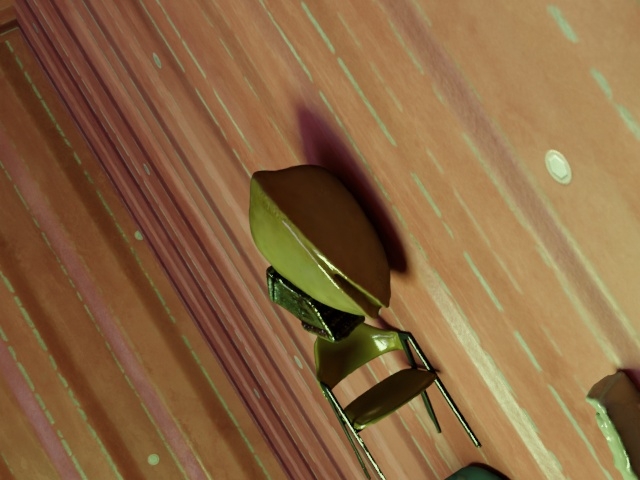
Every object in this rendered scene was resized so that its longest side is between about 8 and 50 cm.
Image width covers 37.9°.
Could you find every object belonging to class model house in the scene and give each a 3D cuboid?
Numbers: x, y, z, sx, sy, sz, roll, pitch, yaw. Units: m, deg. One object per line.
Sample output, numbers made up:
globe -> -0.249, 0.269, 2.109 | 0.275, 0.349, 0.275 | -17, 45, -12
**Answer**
model house -> 0.009, 0.079, 1.464 | 0.152, 0.165, 0.106 | 38, 140, 15

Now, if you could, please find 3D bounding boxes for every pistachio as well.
pistachio -> 0.000, 0.000, 1.331 | 0.212, 0.163, 0.260 | 20, -157, -53

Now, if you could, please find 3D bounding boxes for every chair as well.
chair -> 0.098, 0.246, 1.451 | 0.247, 0.158, 0.172 | 62, 164, -11

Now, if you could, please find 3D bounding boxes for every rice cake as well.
rice cake -> 0.345, 0.259, 0.978 | 0.052, 0.057, 0.256 | -16, 106, 44

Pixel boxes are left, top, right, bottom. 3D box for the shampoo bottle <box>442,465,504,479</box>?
shampoo bottle -> 0.188, 0.564, 1.403 | 0.331, 0.342, 0.331 | 51, 160, 26
